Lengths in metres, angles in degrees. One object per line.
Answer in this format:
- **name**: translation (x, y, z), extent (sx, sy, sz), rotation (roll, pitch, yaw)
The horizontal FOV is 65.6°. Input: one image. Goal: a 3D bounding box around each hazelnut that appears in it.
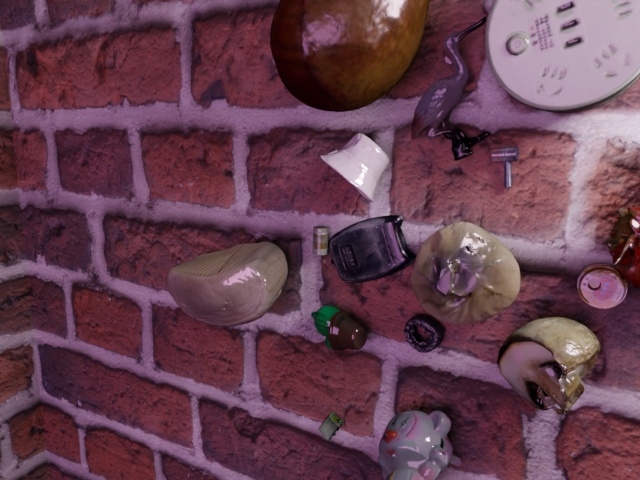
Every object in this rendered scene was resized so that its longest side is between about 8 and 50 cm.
- **hazelnut**: translation (0.056, -0.523, 1.220), extent (0.420, 0.352, 0.422), rotation (-27, 58, 53)

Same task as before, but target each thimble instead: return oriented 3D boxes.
- **thimble**: translation (0.288, 0.259, 1.389), extent (0.104, 0.066, 0.095), rotation (21, 108, 28)

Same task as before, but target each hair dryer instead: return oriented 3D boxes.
- **hair dryer**: translation (0.456, -0.173, 1.229), extent (0.063, 0.037, 0.115), rotation (1, 107, 31)

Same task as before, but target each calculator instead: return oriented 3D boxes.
- **calculator**: translation (0.137, 0.030, 1.448), extent (0.268, 0.040, 0.177), rotation (-21, 87, 35)

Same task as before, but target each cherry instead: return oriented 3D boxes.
- **cherry**: translation (0.732, 0.020, 1.024), extent (0.249, 0.192, 0.175), rotation (8, 139, 21)

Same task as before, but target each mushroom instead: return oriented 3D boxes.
- **mushroom**: translation (0.551, 0.276, 1.190), extent (0.189, 0.164, 0.267), rotation (36, 154, 45)

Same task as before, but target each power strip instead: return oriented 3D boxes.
- **power strip**: translation (0.542, -0.446, 1.050), extent (0.357, 0.161, 0.358), rotation (6, 102, 28)

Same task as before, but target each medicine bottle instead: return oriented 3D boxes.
- **medicine bottle**: translation (0.000, 0.000, 1.510), extent (0.047, 0.047, 0.084), rotation (9, 104, 28)

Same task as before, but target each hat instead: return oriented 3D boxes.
- **hat**: translation (0.109, -0.209, 1.351), extent (0.203, 0.203, 0.126), rotation (45, 98, 15)

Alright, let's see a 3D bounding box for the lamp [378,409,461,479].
- **lamp**: translation (0.273, 0.627, 1.356), extent (0.247, 0.301, 0.247), rotation (26, 142, -17)

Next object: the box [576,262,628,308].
- **box**: translation (0.658, 0.106, 1.163), extent (0.105, 0.037, 0.106), rotation (6, 102, 29)

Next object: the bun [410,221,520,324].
- **bun**: translation (0.356, 0.093, 1.261), extent (0.272, 0.168, 0.273), rotation (3, 97, 22)

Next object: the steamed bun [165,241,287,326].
- **steamed bun**: translation (-0.287, 0.157, 1.594), extent (0.383, 0.247, 0.236), rotation (-9, 106, 25)

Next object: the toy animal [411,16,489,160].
- **toy animal**: translation (0.316, -0.364, 1.237), extent (0.195, 0.090, 0.325), rotation (0, 109, 23)

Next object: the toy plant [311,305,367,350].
- **toy plant**: translation (0.048, 0.271, 1.511), extent (0.200, 0.105, 0.143), rotation (14, 122, 45)

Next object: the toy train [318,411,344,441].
- **toy train**: translation (0.034, 0.605, 1.615), extent (0.056, 0.038, 0.093), rotation (41, 117, 19)
